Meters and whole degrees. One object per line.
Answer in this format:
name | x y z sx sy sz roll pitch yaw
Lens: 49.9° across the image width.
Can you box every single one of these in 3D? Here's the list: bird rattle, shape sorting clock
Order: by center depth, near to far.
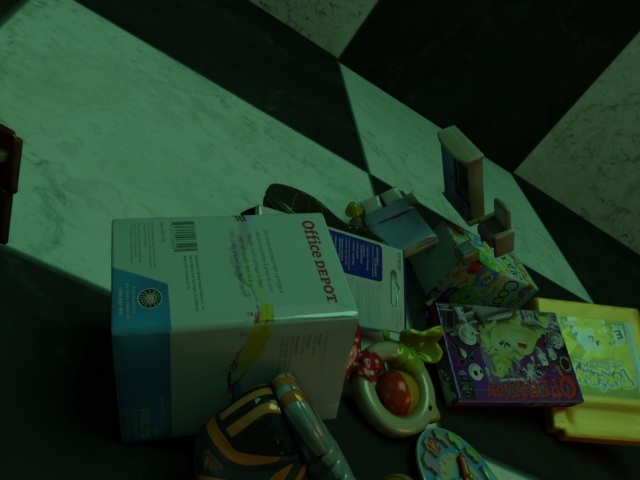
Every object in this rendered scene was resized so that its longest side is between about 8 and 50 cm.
shape sorting clock | 0.235 0.396 1.123 0.206 0.040 0.206 30 27 -17
bird rattle | 0.116 0.227 1.160 0.253 0.143 0.207 4 58 -46

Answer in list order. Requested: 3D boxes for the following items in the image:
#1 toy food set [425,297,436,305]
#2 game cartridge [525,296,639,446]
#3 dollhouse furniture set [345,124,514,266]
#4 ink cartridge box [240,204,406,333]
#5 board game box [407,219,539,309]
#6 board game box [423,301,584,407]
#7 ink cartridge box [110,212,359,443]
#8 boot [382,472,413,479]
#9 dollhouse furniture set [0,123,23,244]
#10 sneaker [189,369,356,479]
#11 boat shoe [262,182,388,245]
toy food set | 0.281 0.188 1.560 0.122 0.019 0.078 53 28 12
game cartridge | 0.624 0.294 1.556 0.285 0.053 0.324 7 58 -11
dollhouse furniture set | 0.231 -0.072 1.560 0.286 0.303 0.198 -120 -171 -46
ink cartridge box | 0.014 0.067 1.259 0.370 0.069 0.176 15 67 -37
board game box | 0.381 0.085 1.716 0.275 0.144 0.142 20 31 -32
board game box | 0.381 0.239 1.419 0.346 0.056 0.208 7 63 -30
ink cartridge box | -0.115 0.101 0.856 0.269 0.197 0.198 -2 39 -14
boot | 0.025 0.386 0.677 0.211 0.104 0.295 14 67 -37
dollhouse furniture set | -0.575 -0.119 0.840 0.374 0.152 0.201 27 22 18
sneaker | -0.049 0.306 0.816 0.321 0.180 0.124 63 -5 -26
boat shoe | 0.000 0.000 1.410 0.307 0.104 0.111 32 35 -17
